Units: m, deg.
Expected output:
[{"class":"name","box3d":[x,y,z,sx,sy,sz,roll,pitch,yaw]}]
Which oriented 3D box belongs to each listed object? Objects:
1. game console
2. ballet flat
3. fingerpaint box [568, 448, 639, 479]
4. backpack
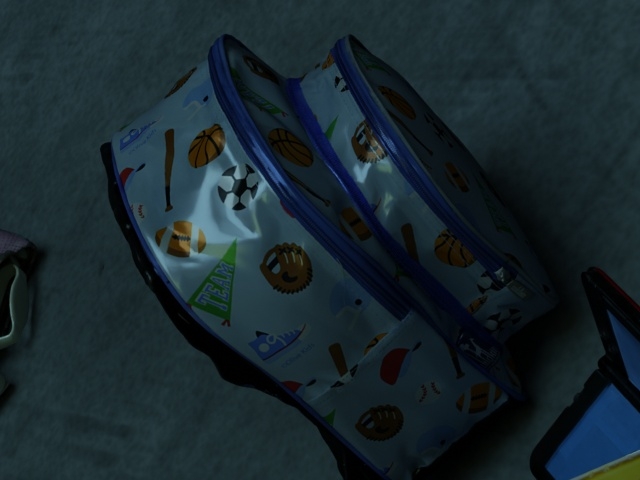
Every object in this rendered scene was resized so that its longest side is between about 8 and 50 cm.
[{"class":"game console","box3d":[0.168,0.108,1.016,0.085,0.124,0.144,-31,39,-7]},{"class":"ballet flat","box3d":[-0.295,0.091,1.550,0.079,0.077,0.221,3,66,28]},{"class":"fingerpaint box","box3d":[0.112,0.266,0.737,0.445,0.371,0.163,-29,47,32]},{"class":"backpack","box3d":[0.000,0.000,1.123,0.213,0.263,0.276,-49,38,12]}]
